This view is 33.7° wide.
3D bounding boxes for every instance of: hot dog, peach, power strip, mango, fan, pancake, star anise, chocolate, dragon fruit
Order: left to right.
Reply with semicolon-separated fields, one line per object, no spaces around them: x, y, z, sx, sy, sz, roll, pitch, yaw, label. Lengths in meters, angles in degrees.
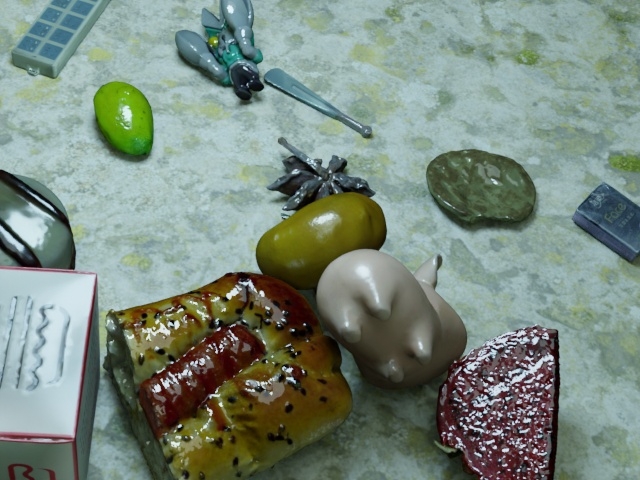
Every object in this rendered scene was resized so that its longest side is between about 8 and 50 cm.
-0.571;-0.008;1.888;0.283;0.186;0.284;4;52;-5;chocolate
-0.562;-0.500;2.360;0.106;0.043;0.367;18;52;4;power strip
-0.397;-0.252;2.162;0.119;0.100;0.178;-17;65;-24;mango
-0.141;0.226;1.782;0.365;0.196;0.367;-17;60;-25;hot dog
-0.009;-0.121;2.131;0.231;0.089;0.209;34;46;2;star anise
-0.002;-0.304;2.317;0.282;0.023;0.057;31;45;15;fan
0.000;0.000;1.943;0.251;0.251;0.153;-18;94;-22;peach
0.335;-0.110;2.210;0.236;0.042;0.222;-16;52;-24;pancake
0.307;0.313;1.826;0.205;0.152;0.317;3;64;16;dragon fruit

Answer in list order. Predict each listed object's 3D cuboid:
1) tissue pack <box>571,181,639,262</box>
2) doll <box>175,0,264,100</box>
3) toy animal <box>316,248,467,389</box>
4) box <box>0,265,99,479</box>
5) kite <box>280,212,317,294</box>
0.615;-0.038;2.195;0.156;0.051;0.112;38;57;18;tissue pack
-0.194;-0.443;2.303;0.258;0.153;0.195;37;91;33;doll
0.114;0.135;1.827;0.237;0.326;0.269;-27;32;14;toy animal
-0.503;0.239;1.629;0.300;0.312;0.314;4;51;-7;box
-0.008;0.030;2.062;0.183;0.014;0.241;-10;56;-15;kite
